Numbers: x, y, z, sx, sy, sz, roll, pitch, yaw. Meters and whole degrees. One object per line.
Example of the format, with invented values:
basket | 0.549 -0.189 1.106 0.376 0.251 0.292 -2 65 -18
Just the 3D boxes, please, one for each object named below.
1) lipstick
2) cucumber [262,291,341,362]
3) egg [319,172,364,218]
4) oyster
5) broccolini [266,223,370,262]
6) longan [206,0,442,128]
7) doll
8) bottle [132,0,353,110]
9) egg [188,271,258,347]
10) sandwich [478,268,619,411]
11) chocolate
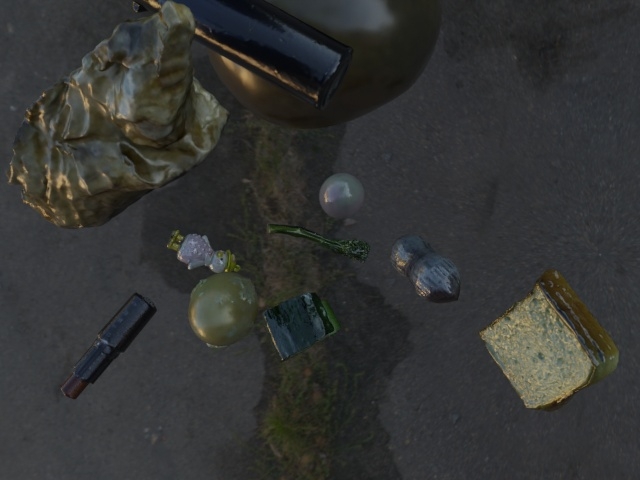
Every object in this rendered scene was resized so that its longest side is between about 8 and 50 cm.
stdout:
lipstick | -0.522 0.261 1.677 0.081 0.081 0.299 35 81 19
cucumber | -0.047 0.219 1.707 0.191 0.191 0.130 -25 76 20
egg | 0.048 -0.101 1.548 0.103 0.135 0.103 1 79 -3
oyster | -0.175 -0.084 0.587 0.341 0.166 0.110 -26 108 41
broccolini | 0.000 0.000 1.407 0.051 0.239 0.054 -53 33 36
longan | 0.005 -0.336 1.033 0.361 0.361 0.361 0 89 22
doll | -0.313 0.039 1.837 0.207 0.129 0.081 24 132 -8
bottle | -0.086 -0.227 0.710 0.244 0.072 0.082 29 129 4
egg | -0.221 0.157 1.570 0.164 0.201 0.164 3 120 6
sandwich | 0.460 0.212 1.380 0.226 0.087 0.251 60 149 23
chocolate | 0.162 0.043 1.060 0.072 0.072 0.167 -56 29 12
